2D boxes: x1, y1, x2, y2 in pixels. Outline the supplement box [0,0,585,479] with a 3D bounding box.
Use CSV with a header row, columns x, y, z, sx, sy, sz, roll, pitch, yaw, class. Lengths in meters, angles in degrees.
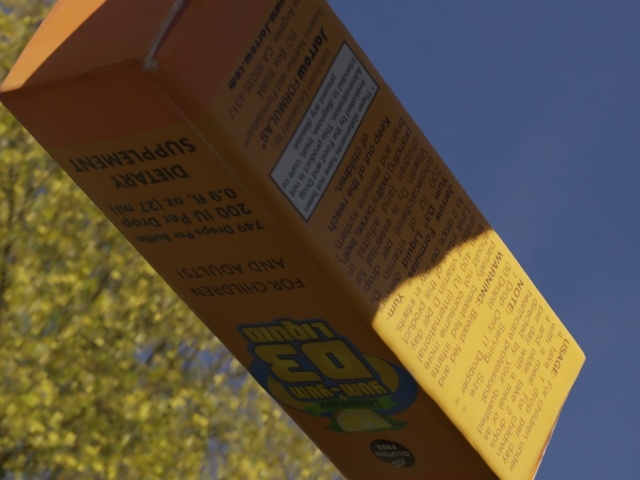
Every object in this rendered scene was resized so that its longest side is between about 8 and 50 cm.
x,y,z,sx,sy,sz,roll,pitch,yaw,class
0.000,0.000,0.547,0.078,0.080,0.233,-7,-44,41,supplement box
